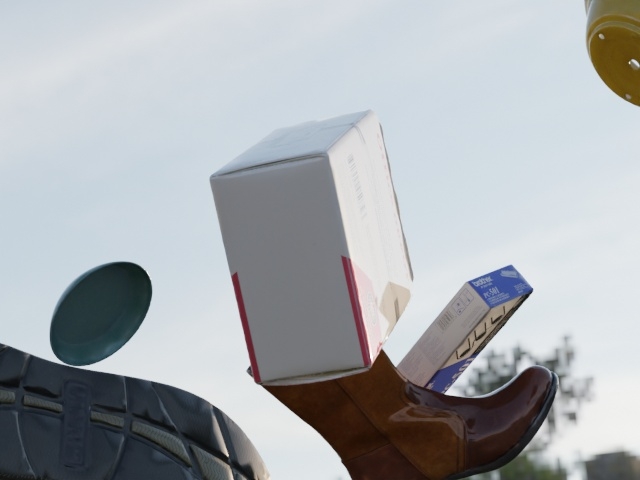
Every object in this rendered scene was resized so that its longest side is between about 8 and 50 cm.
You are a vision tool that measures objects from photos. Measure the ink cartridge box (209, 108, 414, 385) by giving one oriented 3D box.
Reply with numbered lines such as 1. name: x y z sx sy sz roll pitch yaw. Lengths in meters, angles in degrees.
1. ink cartridge box: 0.000 0.000 1.682 0.117 0.207 0.283 -10 10 13

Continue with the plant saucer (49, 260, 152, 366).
1. plant saucer: -0.215 0.066 1.672 0.119 0.021 0.119 -29 -40 -28

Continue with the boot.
1. boot: 0.098 0.156 1.974 0.264 0.280 0.096 -39 11 5

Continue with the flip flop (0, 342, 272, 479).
1. flip flop: -0.143 0.136 1.018 0.277 0.112 0.080 21 -41 -25

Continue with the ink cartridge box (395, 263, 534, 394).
1. ink cartridge box: 0.158 0.119 2.055 0.097 0.046 0.207 -17 -29 -49

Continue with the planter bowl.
1. planter bowl: 0.321 -0.191 1.666 0.090 0.217 0.217 -45 1 -26
